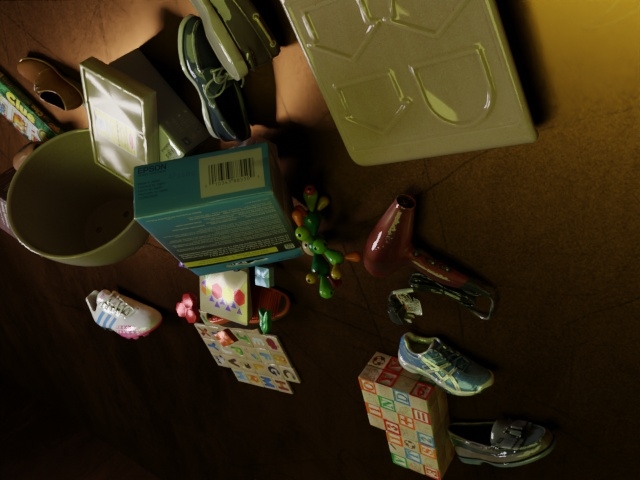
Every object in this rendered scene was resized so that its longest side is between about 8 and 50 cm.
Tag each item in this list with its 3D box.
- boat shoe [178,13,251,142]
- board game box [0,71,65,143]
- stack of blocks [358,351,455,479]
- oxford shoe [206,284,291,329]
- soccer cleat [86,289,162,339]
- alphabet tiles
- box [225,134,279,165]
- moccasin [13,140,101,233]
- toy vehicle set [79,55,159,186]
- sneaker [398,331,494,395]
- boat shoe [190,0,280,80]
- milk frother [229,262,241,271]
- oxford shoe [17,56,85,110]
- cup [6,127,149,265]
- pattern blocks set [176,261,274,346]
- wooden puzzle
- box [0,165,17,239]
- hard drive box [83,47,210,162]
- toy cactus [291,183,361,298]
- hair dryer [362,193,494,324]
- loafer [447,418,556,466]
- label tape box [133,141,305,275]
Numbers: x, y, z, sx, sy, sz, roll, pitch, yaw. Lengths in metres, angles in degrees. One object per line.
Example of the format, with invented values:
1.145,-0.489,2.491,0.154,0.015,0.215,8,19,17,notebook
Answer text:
-0.188,-0.288,1.165,0.079,0.095,0.254,19,137,30,boat shoe
-0.792,-0.335,1.699,0.260,0.030,0.136,43,140,-1,board game box
0.206,0.413,1.484,0.171,0.087,0.297,12,132,34,stack of blocks
-0.164,0.176,1.605,0.272,0.096,0.098,-8,150,40,oxford shoe
-0.637,0.225,2.015,0.332,0.116,0.143,-1,125,42,soccer cleat
-0.215,0.319,1.823,0.343,0.011,0.285,1,126,40,alphabet tiles
-0.227,-0.119,1.291,0.324,0.063,0.067,-20,156,29,box
-0.653,-0.105,1.708,0.147,0.139,0.379,-5,120,48,moccasin
-0.410,-0.229,1.315,0.166,0.035,0.266,31,141,14,toy vehicle set
0.250,0.252,1.301,0.211,0.080,0.081,15,137,29,sneaker
-0.175,-0.426,1.025,0.324,0.097,0.117,62,169,-20,boat shoe
-0.247,0.006,1.432,0.129,0.135,0.143,158,104,-75,milk frother
-0.654,-0.372,1.507,0.212,0.076,0.076,30,142,18,oxford shoe
-0.534,-0.070,1.535,0.331,0.331,0.237,29,164,17,cup
-0.235,0.119,1.553,0.325,0.026,0.285,21,112,35,pattern blocks set
0.125,-0.276,0.928,0.322,0.080,0.347,-3,128,43,wooden puzzle
-0.821,-0.099,1.830,0.203,0.167,0.168,32,140,13,box
-0.373,-0.258,1.358,0.232,0.089,0.181,50,141,-10,hard drive box
0.000,0.000,1.259,0.180,0.112,0.218,179,71,-83,toy cactus
0.187,0.035,1.182,0.224,0.080,0.293,-11,125,30,hair dryer
0.371,0.422,1.351,0.084,0.096,0.268,53,143,-3,loafer
-0.182,-0.046,1.251,0.249,0.115,0.347,-11,160,5,label tape box
